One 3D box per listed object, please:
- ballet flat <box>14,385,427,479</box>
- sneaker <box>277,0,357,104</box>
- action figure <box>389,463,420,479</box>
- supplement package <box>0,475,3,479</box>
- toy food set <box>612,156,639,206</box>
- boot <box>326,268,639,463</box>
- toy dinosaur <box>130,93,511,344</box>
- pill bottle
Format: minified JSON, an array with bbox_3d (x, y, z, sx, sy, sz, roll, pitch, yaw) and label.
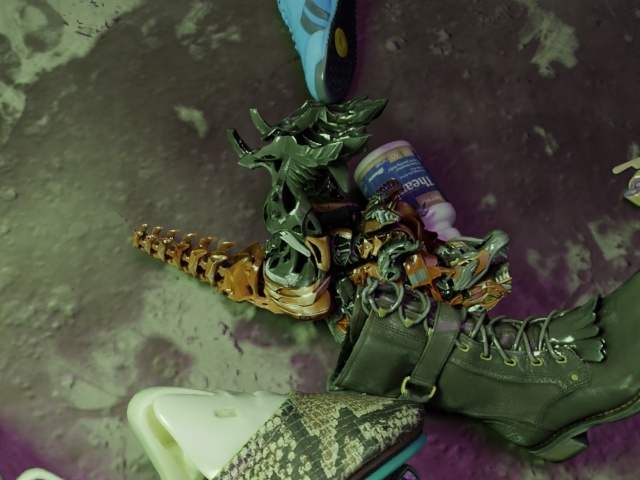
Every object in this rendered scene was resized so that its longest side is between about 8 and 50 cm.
[{"bbox_3d":[-0.133,0.218,0.653,0.483,0.164,0.182,-38,88,-23],"label":"ballet flat"},{"bbox_3d":[-0.008,-0.236,0.999,0.082,0.069,0.209,-8,68,23],"label":"sneaker"},{"bbox_3d":[0.052,0.287,0.710,0.137,0.063,0.232,15,63,-15],"label":"action figure"},{"bbox_3d":[-0.350,0.221,0.632,0.134,0.139,0.244,36,62,12],"label":"supplement package"},{"bbox_3d":[0.367,-0.041,0.975,0.078,0.019,0.122,-22,67,-20],"label":"toy food set"},{"bbox_3d":[0.135,0.081,0.740,0.229,0.263,0.091,21,42,-6],"label":"boot"},{"bbox_3d":[0.000,0.000,0.804,0.322,0.218,0.164,-7,22,-11],"label":"toy dinosaur"},{"bbox_3d":[0.088,-0.032,0.892,0.067,0.067,0.120,-23,67,-21],"label":"pill bottle"}]
